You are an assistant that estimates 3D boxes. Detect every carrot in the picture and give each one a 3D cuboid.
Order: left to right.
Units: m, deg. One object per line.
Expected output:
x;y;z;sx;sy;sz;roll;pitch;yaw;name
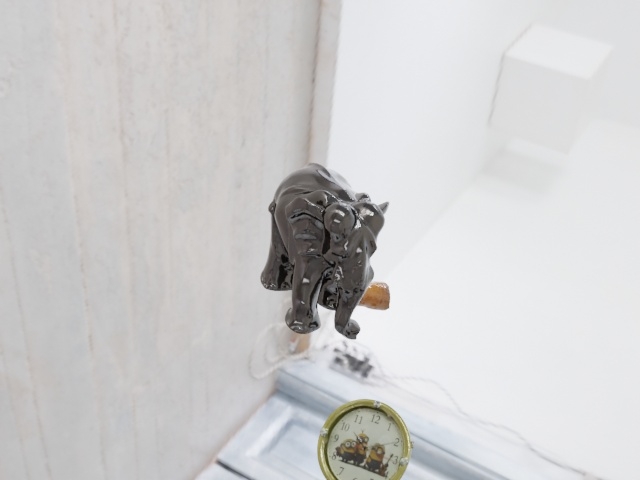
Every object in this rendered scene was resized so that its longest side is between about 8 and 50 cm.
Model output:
0.073;0.122;1.929;0.205;0.072;0.072;10;104;-32;carrot

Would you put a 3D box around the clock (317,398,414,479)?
0.108;0.498;1.946;0.237;0.237;0.057;-62;151;-11;clock

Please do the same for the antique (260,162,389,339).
0.000;0.000;1.465;0.185;0.322;0.255;2;121;-28;antique
